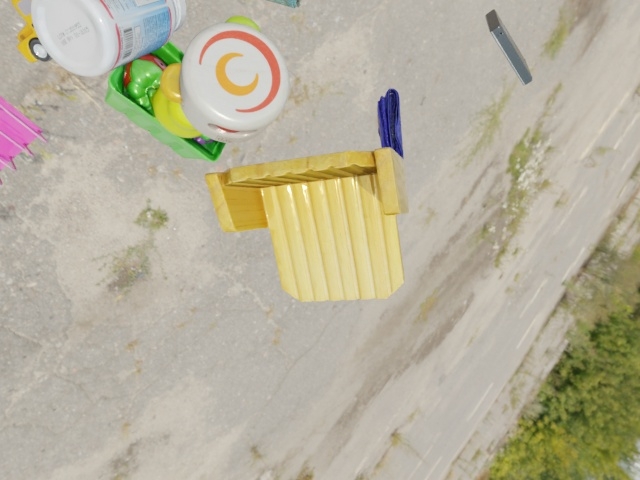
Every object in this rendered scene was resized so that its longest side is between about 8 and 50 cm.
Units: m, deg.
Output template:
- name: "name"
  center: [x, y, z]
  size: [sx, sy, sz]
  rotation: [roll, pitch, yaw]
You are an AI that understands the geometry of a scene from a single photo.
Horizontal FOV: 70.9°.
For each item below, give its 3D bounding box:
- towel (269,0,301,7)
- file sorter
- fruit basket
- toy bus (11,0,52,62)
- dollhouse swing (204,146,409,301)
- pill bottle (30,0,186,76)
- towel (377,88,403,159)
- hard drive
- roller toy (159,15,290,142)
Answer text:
- name: "towel"
  center: [-0.244, -0.895, 1.430]
  size: [0.271, 0.369, 0.040]
  rotation: [79, 32, -66]
- name: "file sorter"
  center: [-1.101, -0.312, 1.494]
  size: [0.291, 0.182, 0.202]
  rotation: [-48, 140, -9]
- name: "fruit basket"
  center: [-0.391, -0.405, 1.277]
  size: [0.392, 0.391, 0.283]
  rotation: [55, 46, -54]
- name: "toy bus"
  center: [-0.515, -0.501, 0.939]
  size: [0.130, 0.332, 0.108]
  rotation: [58, 28, -31]
- name: "dollhouse swing"
  center: [0.000, 0.000, 0.912]
  size: [0.315, 0.346, 0.305]
  rotation: [-18, 103, -74]
- name: "pill bottle"
  center: [-0.212, -0.239, 0.479]
  size: [0.160, 0.087, 0.087]
  rotation: [-64, 161, -51]
- name: "towel"
  center: [0.220, -0.312, 1.428]
  size: [0.308, 0.076, 0.228]
  rotation: [32, 56, -78]
- name: "hard drive"
  center: [0.374, -0.382, 0.890]
  size: [0.135, 0.022, 0.094]
  rotation: [42, 38, -26]
- name: "roller toy"
  center: [-0.167, -0.283, 0.838]
  size: [0.209, 0.146, 0.191]
  rotation: [-42, 103, -18]
